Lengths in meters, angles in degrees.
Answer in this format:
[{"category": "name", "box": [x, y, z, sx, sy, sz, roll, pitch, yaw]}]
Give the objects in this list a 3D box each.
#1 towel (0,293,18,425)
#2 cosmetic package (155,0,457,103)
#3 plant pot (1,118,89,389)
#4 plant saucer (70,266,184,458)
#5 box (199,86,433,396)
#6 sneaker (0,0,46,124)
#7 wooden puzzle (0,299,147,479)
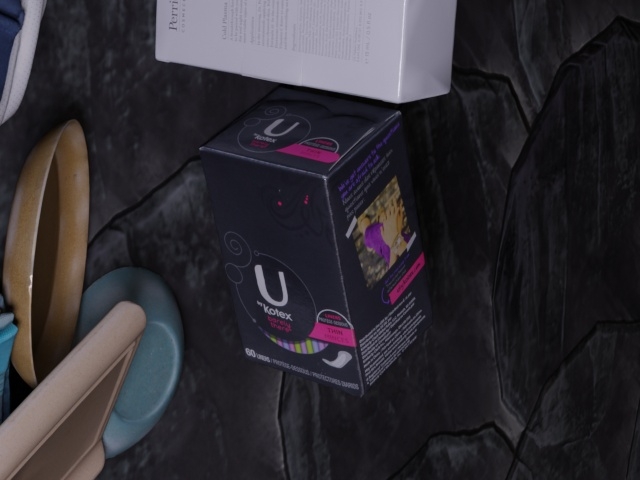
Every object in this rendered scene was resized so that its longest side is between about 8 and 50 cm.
[{"category": "towel", "box": [-0.362, 0.238, 1.298, 0.370, 0.040, 0.271, -50, 165, -37]}, {"category": "cosmetic package", "box": [-0.010, -0.331, 1.492, 0.097, 0.284, 0.377, -18, 116, -54]}, {"category": "plant pot", "box": [-0.235, 0.013, 1.425, 0.236, 0.032, 0.236, 5, 90, -89]}, {"category": "plant saucer", "box": [-0.185, 0.123, 1.619, 0.195, 0.037, 0.195, -24, 119, -51]}, {"category": "box", "box": [0.000, 0.000, 1.729, 0.143, 0.165, 0.270, -41, 133, -40]}, {"category": "sneaker", "box": [-0.310, -0.215, 1.253, 0.236, 0.130, 0.323, -38, 127, -56]}, {"category": "wooden puzzle", "box": [-0.241, 0.184, 1.441, 0.221, 0.044, 0.239, -50, 166, -42]}]
